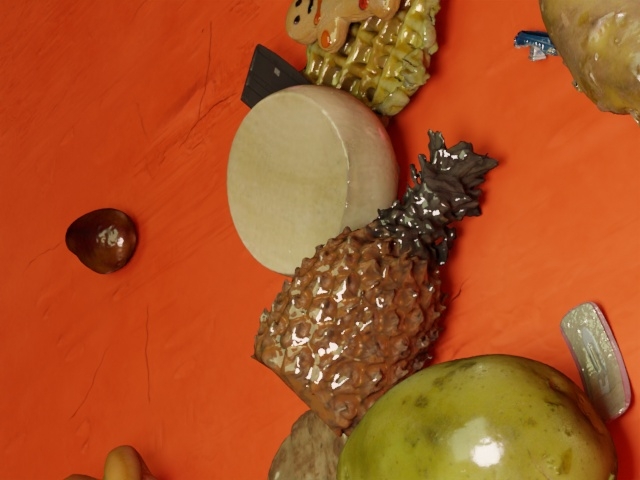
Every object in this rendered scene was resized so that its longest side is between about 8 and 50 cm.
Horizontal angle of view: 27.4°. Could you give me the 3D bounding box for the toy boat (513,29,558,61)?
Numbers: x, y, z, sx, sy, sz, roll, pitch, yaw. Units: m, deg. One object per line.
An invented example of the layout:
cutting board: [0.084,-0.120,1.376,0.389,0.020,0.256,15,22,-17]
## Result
toy boat: [0.254,-0.226,1.536,0.083,0.038,0.038,25,95,55]

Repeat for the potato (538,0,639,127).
potato: [0.331,-0.229,1.340,0.191,0.141,0.296,-33,47,20]

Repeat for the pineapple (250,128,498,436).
pineapple: [0.078,0.040,1.526,0.362,0.202,0.202,-58,35,0]

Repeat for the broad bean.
broad bean: [-0.370,-0.001,2.246,0.165,0.084,0.114,19,107,49]

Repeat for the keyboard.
keyboard: [-0.074,-0.216,1.887,0.381,0.041,0.103,40,119,48]

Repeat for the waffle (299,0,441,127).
waffle: [0.066,-0.265,1.778,0.317,0.073,0.297,-33,51,45]

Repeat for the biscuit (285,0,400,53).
biscuit: [0.030,-0.328,1.767,0.234,0.030,0.153,-13,61,49]

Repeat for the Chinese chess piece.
Chinese chess piece: [-0.012,-0.074,1.682,0.250,0.101,0.250,3,94,47]

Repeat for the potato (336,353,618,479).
potato: [0.152,0.223,1.312,0.304,0.216,0.216,-27,53,55]

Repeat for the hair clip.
hair clip: [0.281,0.127,1.340,0.054,0.022,0.137,-42,44,34]

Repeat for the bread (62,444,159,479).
bread: [-0.305,0.452,1.829,0.270,0.211,0.316,-45,45,31]

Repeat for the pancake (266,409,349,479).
pancake: [0.001,0.315,1.619,0.236,0.042,0.222,-16,66,53]
